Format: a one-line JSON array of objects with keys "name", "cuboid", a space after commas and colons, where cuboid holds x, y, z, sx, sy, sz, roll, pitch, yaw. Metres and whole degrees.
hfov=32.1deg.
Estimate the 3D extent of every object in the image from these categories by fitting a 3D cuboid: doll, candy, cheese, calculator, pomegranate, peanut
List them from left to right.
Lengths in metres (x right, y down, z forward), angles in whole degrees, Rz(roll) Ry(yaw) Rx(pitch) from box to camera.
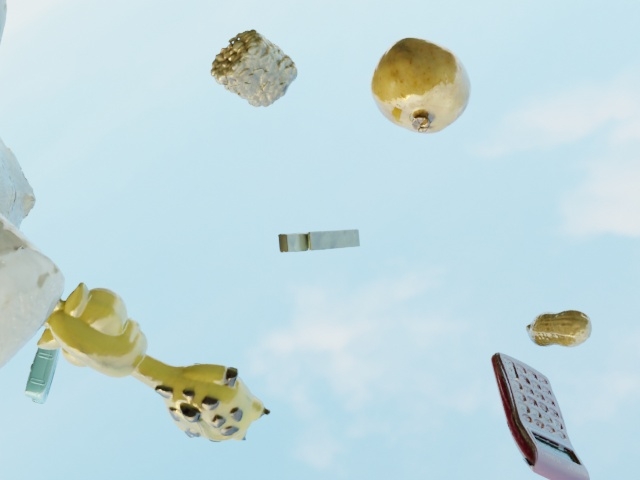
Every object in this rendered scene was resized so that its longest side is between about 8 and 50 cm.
[{"name": "cheese", "cuboid": [-0.349, 0.039, 0.971, 0.198, 0.154, 0.189, -40, -116, -14]}, {"name": "doll", "cuboid": [-0.196, 0.143, 1.268, 0.117, 0.291, 0.086, -54, -169, 24]}, {"name": "candy", "cuboid": [-0.093, -0.237, 1.543, 0.095, 0.110, 0.085, -48, -128, 3]}, {"name": "pomegranate", "cuboid": [0.182, -0.274, 2.018, 0.196, 0.196, 0.196, -23, -150, 14]}, {"name": "calculator", "cuboid": [0.286, 0.240, 1.468, 0.034, 0.127, 0.190, -42, -140, 27]}, {"name": "peanut", "cuboid": [0.312, 0.117, 1.460, 0.054, 0.054, 0.113, -46, -163, -25]}]

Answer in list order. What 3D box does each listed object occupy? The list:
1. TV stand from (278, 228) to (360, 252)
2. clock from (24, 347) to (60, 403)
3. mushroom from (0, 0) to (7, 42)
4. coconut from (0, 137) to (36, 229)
[{"name": "TV stand", "cuboid": [0.000, 0.000, 2.071, 0.042, 0.036, 0.249, -3, -179, 31]}, {"name": "clock", "cuboid": [-0.522, 0.252, 2.084, 0.147, 0.045, 0.108, 132, -27, -68]}, {"name": "mushroom", "cuboid": [-0.410, -0.217, 1.230, 0.097, 0.088, 0.212, 16, -112, 5]}, {"name": "coconut", "cuboid": [-0.602, -0.045, 1.612, 0.405, 0.404, 0.404, -23, -150, 14]}]
